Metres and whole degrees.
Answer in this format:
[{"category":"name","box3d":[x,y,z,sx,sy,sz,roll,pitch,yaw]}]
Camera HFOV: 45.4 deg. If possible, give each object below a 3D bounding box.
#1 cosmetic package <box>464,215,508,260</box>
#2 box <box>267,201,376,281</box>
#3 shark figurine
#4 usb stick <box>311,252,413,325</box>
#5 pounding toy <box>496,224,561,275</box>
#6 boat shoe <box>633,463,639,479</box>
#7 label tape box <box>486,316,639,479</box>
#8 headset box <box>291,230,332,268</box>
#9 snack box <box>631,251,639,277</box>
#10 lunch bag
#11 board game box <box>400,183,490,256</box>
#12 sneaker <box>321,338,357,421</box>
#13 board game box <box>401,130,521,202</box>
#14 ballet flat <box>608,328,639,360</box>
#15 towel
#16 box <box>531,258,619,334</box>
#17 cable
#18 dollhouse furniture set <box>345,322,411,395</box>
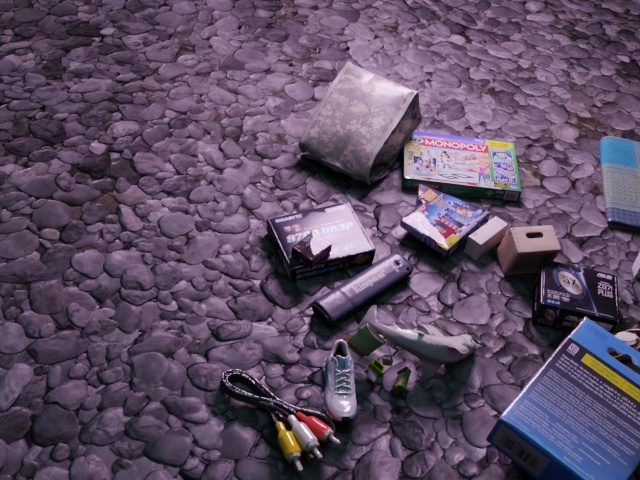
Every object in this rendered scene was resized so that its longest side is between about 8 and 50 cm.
[{"category":"cosmetic package","box3d":[0.414,-0.006,1.917,0.115,0.060,0.041,-31,56,-33]},{"category":"box","box3d":[0.000,0.000,1.863,0.220,0.051,0.175,-12,50,-18]},{"category":"shark figurine","box3d":[0.204,0.237,1.633,0.278,0.116,0.166,14,12,-4]},{"category":"usb stick","box3d":[0.100,0.110,1.774,0.278,0.045,0.077,-29,55,-31]},{"category":"pounding toy","box3d":[0.514,0.016,1.872,0.141,0.130,0.100,-4,59,-11]},{"category":"boat shoe","box3d":[0.701,0.419,1.531,0.206,0.075,0.065,-26,57,-23]},{"category":"label tape box","box3d":[0.525,0.341,1.504,0.241,0.106,0.334,37,54,23]},{"category":"headset box","box3d":[-0.018,0.019,1.784,0.062,0.032,0.083,35,54,22]},{"category":"snack box","box3d":[0.855,0.051,1.887,0.141,0.100,0.037,3,45,-3]},{"category":"lunch bag","box3d":[0.106,-0.301,2.083,0.235,0.169,0.287,29,75,22]},{"category":"board game box","box3d":[0.295,-0.055,1.949,0.194,0.060,0.194,35,52,26]},{"category":"sneaker","box3d":[0.039,0.280,1.559,0.071,0.083,0.190,3,39,-11]},{"category":"board game box","box3d":[0.384,-0.208,2.119,0.317,0.046,0.213,7,46,-1]},{"category":"ballet flat","box3d":[0.619,0.237,1.696,0.232,0.073,0.080,-11,50,-17]},{"category":"towel","box3d":[0.919,-0.148,2.136,0.272,0.040,0.370,11,48,5]},{"category":"box","box3d":[0.594,0.137,1.787,0.180,0.077,0.147,14,45,6]},{"category":"cable","box3d":[-0.076,0.331,1.519,0.139,0.072,0.287,-24,53,-34]},{"category":"dollhouse furniture set","box3d":[0.117,0.252,1.597,0.152,0.076,0.058,43,40,-9]}]
